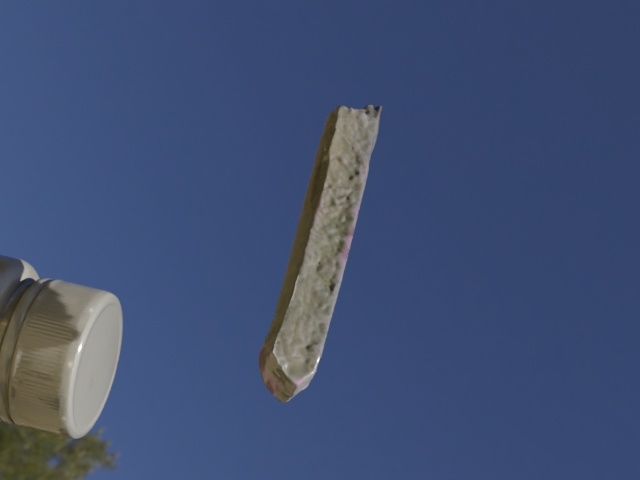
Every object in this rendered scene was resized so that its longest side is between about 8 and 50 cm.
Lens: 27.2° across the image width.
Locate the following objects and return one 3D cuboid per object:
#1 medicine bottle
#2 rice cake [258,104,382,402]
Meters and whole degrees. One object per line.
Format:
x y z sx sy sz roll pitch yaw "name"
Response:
-0.423 0.112 1.567 0.340 0.208 0.208 13 -50 8 "medicine bottle"
0.000 0.000 1.462 0.064 0.399 0.070 20 -38 -7 "rice cake"
